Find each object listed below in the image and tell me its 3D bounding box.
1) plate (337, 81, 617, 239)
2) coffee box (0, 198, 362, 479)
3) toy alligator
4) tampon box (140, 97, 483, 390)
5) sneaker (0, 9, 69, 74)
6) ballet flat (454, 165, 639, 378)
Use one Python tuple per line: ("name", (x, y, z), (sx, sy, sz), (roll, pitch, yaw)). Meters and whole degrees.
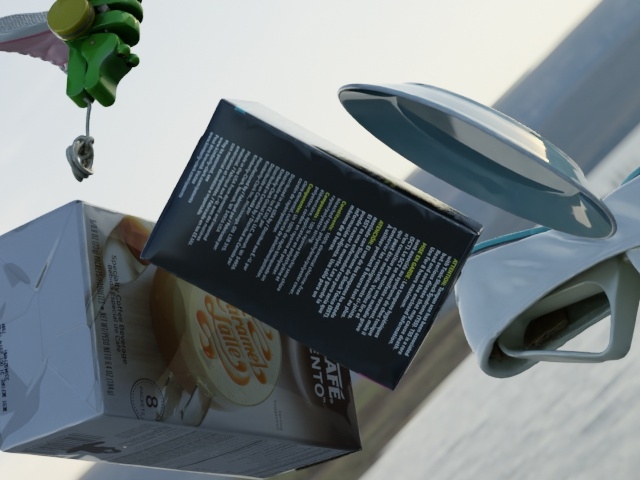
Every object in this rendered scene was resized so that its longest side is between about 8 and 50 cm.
("plate", (0.097, -0.054, 0.965), (0.024, 0.188, 0.188), (-63, -3, -7))
("coffee box", (-0.093, 0.073, 1.059), (0.098, 0.141, 0.246), (-23, -24, 34))
("toy alligator", (-0.131, -0.122, 0.977), (0.051, 0.190, 0.056), (-18, -32, 15))
("tampon box", (0.000, 0.000, 0.921), (0.101, 0.161, 0.120), (-62, -6, 6))
("sneaker", (-0.277, -0.193, 1.603), (0.134, 0.070, 0.051), (-11, 30, 1))
("ballet flat", (0.256, 0.023, 1.273), (0.139, 0.139, 0.400), (-41, 8, -39))
